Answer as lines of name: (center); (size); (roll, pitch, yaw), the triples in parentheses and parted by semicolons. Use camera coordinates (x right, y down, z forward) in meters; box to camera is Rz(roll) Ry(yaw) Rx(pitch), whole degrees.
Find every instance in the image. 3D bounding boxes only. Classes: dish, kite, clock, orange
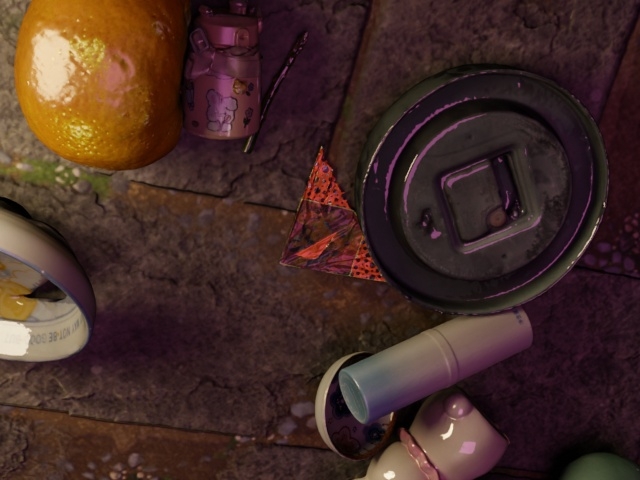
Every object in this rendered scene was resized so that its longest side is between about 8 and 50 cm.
dish: (0.029, 0.214, 1.374); (0.141, 0.078, 0.141); (0, 91, -44)
kite: (0.000, 0.000, 1.307); (0.125, 0.008, 0.222); (-29, 115, 3)
dish: (-0.371, 0.016, 1.176); (0.273, 0.134, 0.273); (10, 146, 7)
clock: (0.196, -0.061, 1.282); (0.318, 0.066, 0.319); (-5, 113, -11)
orange: (-0.228, -0.181, 1.092); (0.179, 0.158, 0.237); (21, 114, 11)

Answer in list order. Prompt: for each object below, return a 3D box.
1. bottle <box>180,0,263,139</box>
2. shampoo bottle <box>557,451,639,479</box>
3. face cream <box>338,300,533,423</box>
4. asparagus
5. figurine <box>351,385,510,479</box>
bottle: (-0.109, -0.195, 1.155); (0.098, 0.099, 0.152); (1, 114, -11)
shampoo bottle: (0.400, 0.469, 1.507); (0.221, 0.151, 0.350); (-1, 112, -8)
face cream: (0.148, 0.151, 1.325); (0.250, 0.077, 0.077); (-21, 116, -20)
asparagus: (-0.054, -0.174, 1.219); (0.016, 0.016, 0.163); (30, 106, 6)
figurine: (0.134, 0.312, 1.402); (0.235, 0.127, 0.155); (-42, 149, 4)
